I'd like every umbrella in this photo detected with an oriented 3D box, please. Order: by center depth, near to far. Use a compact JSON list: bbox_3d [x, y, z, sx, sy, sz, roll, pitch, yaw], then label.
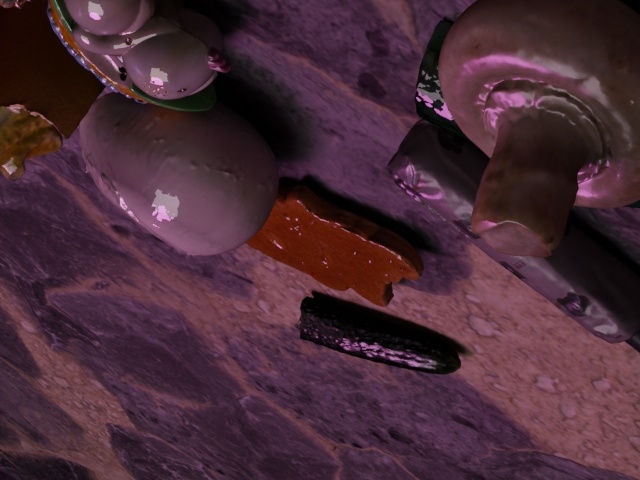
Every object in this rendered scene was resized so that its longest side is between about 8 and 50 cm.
[{"bbox_3d":[0.208,0.008,1.748,0.337,0.073,0.067,37,175,-13],"label":"umbrella"}]

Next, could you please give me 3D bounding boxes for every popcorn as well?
[{"bbox_3d":[-0.343,-0.169,1.953,0.187,0.167,0.185,49,156,-25],"label":"popcorn"}]

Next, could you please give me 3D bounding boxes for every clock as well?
[{"bbox_3d":[-0.175,-0.205,1.763,0.231,0.103,0.144,42,153,-25],"label":"clock"}]

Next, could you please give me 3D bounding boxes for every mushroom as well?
[{"bbox_3d":[0.176,-0.093,1.457,0.206,0.209,0.206,35,-176,-3],"label":"mushroom"}]

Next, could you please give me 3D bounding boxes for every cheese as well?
[{"bbox_3d":[-0.132,-0.070,1.896,0.198,0.154,0.189,39,-179,-42],"label":"cheese"}]

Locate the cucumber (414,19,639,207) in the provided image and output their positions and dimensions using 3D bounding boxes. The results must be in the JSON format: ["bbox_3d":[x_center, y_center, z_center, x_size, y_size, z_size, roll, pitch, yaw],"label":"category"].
[{"bbox_3d":[0.195,-0.089,1.596,0.244,0.063,0.115,25,156,12],"label":"cucumber"}]

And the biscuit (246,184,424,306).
[{"bbox_3d":[0.000,0.000,2.020,0.280,0.043,0.183,14,147,44],"label":"biscuit"}]

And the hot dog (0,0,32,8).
[{"bbox_3d":[-0.311,-0.322,1.672,0.270,0.082,0.162,88,160,-59],"label":"hot dog"}]

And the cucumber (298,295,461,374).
[{"bbox_3d":[0.066,0.115,2.149,0.214,0.052,0.058,16,172,30],"label":"cucumber"}]

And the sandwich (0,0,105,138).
[{"bbox_3d":[-0.291,-0.201,1.838,0.058,0.162,0.193,3,142,53],"label":"sandwich"}]
